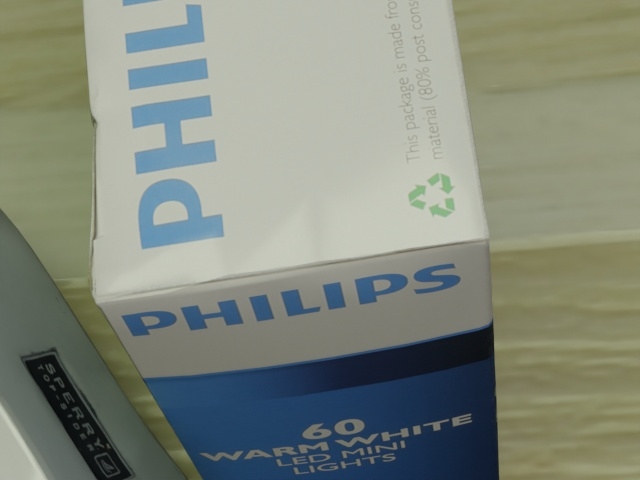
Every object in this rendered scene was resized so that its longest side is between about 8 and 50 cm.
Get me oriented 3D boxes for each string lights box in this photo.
[{"bbox_3d":[0.000,0.000,0.445,0.076,0.260,0.133,-8,66,3],"label":"string lights box"}]

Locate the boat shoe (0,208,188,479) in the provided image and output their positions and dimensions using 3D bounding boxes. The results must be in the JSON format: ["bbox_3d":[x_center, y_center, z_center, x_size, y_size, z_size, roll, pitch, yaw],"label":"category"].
[{"bbox_3d":[-0.086,0.099,0.515,0.084,0.095,0.258,-39,69,22],"label":"boat shoe"}]
